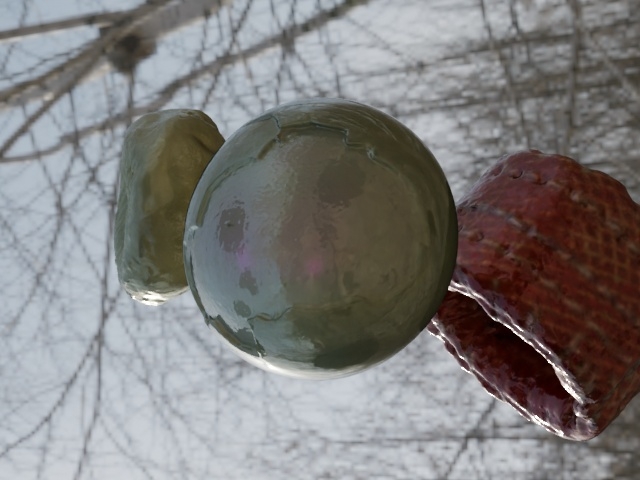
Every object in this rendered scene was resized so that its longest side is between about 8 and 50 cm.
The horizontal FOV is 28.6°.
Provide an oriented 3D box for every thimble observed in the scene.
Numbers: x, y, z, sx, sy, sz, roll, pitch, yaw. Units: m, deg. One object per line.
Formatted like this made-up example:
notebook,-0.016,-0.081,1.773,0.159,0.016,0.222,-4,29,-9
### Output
thimble,0.290,0.066,1.617,0.230,0.350,0.350,-44,-47,-15

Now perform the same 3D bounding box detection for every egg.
egg,0.000,0.000,1.251,0.336,0.278,0.278,-73,-26,-77

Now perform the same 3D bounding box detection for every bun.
bun,-0.183,-0.051,1.628,0.259,0.160,0.259,-178,90,-79
